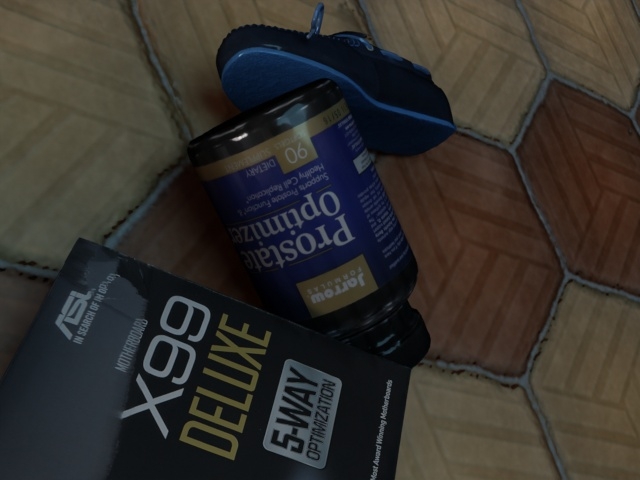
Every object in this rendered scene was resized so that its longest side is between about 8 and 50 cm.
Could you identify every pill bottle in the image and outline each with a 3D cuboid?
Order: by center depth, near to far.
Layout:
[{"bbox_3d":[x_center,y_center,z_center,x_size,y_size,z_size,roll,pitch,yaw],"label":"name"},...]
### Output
[{"bbox_3d":[0.000,0.000,0.589,0.123,0.123,0.219,-36,107,-37],"label":"pill bottle"}]

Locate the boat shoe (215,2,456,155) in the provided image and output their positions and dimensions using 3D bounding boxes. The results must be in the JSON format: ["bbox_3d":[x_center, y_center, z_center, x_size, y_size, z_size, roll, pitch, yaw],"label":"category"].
[{"bbox_3d":[0.012,-0.139,0.687,0.258,0.109,0.089,13,58,-47],"label":"boat shoe"}]

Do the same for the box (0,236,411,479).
[{"bbox_3d":[-0.088,0.172,0.442,0.242,0.076,0.307,24,49,-10],"label":"box"}]
